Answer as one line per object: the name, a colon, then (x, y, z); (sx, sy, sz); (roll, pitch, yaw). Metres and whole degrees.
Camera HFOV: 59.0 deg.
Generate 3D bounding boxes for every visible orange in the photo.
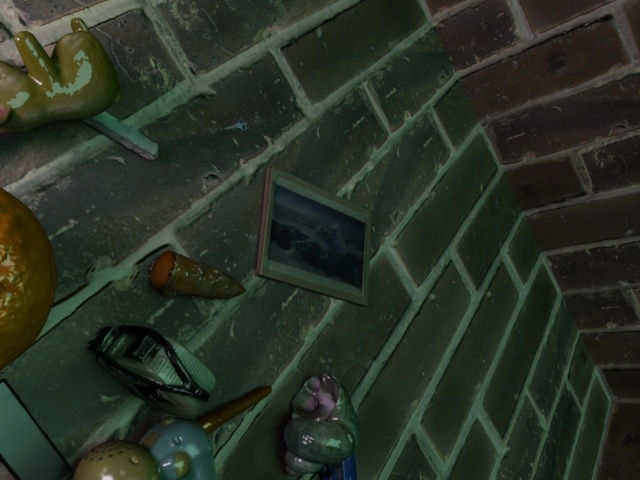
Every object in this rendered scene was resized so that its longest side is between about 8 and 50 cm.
orange: (-0.566, 0.058, 0.837); (0.341, 0.293, 0.340); (10, 76, -48)

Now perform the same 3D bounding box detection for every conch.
conch: (-0.004, 0.492, 1.474); (0.277, 0.220, 0.195); (-60, 151, -9)

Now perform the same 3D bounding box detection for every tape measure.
tape measure: (-0.341, 0.270, 1.164); (0.235, 0.207, 0.115); (51, 52, -26)

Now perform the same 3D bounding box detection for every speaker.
speaker: (-0.553, 0.365, 1.037); (0.082, 0.044, 0.218); (-43, 111, -42)

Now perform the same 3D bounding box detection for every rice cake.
rice cake: (-0.463, -0.250, 1.290); (0.211, 0.034, 0.043); (33, 50, -35)

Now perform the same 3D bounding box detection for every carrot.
carrot: (-0.207, 0.408, 1.380); (0.248, 0.043, 0.043); (-18, 93, -48)
carrot: (-0.278, 0.097, 1.360); (0.263, 0.102, 0.101); (23, 64, -46)

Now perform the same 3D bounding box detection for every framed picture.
framed picture: (0.000, 0.000, 1.699); (0.446, 0.028, 0.325); (20, 67, -41)

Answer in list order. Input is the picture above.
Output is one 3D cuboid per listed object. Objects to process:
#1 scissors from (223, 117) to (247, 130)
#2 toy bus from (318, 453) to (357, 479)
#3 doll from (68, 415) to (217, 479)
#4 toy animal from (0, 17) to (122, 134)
scissors: (-0.235, -0.314, 1.556); (0.083, 0.006, 0.036); (-29, 103, -45)
toy bus: (0.053, 0.668, 1.535); (0.079, 0.094, 0.236); (1, 79, -45)
doll: (-0.354, 0.457, 1.120); (0.261, 0.177, 0.161); (-12, 96, -47)
toy animal: (-0.570, -0.292, 1.081); (0.363, 0.181, 0.180); (-33, 100, -40)
